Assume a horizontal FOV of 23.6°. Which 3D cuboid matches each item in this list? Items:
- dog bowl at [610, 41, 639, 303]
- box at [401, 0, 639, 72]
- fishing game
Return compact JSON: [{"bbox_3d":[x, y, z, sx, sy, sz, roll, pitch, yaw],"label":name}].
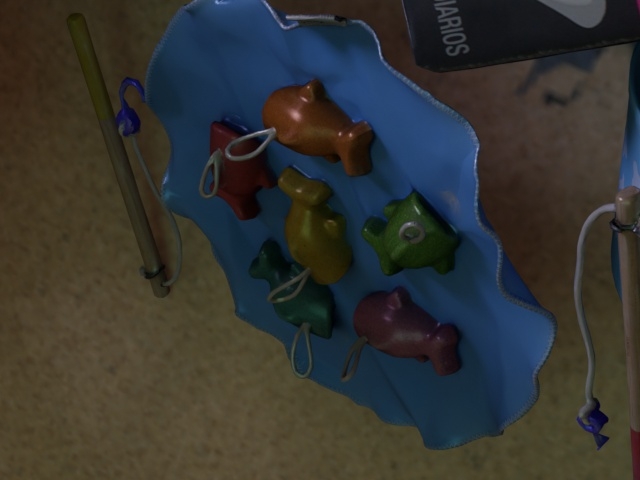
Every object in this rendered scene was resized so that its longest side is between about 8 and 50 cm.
[{"bbox_3d":[0.225,0.022,0.464,0.297,0.166,0.074,24,128,11],"label":"dog bowl"},{"bbox_3d":[0.153,-0.158,0.426,0.270,0.143,0.165,-8,107,23],"label":"box"},{"bbox_3d":[0.000,0.000,0.530,0.264,0.041,0.189,25,140,37],"label":"fishing game"}]
